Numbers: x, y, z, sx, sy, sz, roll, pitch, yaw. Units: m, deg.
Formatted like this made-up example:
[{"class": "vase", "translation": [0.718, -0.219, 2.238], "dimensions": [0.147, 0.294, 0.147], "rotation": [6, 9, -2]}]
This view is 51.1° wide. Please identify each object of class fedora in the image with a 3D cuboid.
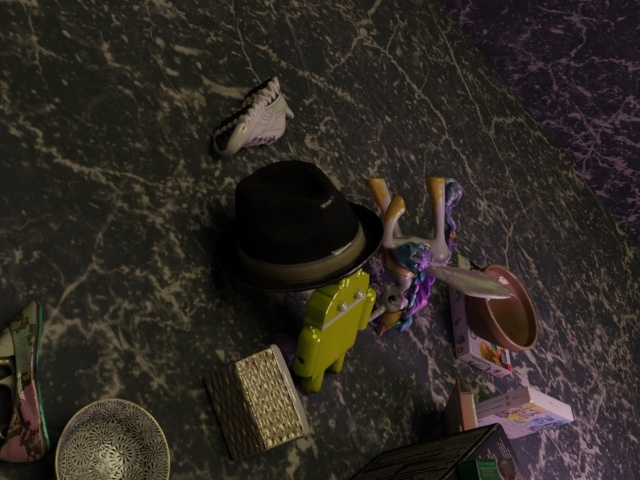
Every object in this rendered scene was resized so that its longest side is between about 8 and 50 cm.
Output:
[{"class": "fedora", "translation": [-0.054, -0.047, 1.232], "dimensions": [0.334, 0.334, 0.152], "rotation": [-61, 145, -49]}]

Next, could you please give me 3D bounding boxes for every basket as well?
[{"class": "basket", "translation": [-0.112, 0.277, 1.140], "dimensions": [0.103, 0.113, 0.167], "rotation": [-10, 74, -47]}]

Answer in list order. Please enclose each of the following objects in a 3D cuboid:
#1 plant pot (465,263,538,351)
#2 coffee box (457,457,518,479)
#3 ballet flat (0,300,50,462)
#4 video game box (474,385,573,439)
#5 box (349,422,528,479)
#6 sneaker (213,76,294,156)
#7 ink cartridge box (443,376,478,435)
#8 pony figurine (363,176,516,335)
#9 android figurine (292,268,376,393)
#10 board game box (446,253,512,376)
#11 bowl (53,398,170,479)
[{"class": "plant pot", "translation": [0.461, 0.191, 1.771], "dimensions": [0.237, 0.110, 0.237], "rotation": [27, 47, -33]}, {"class": "coffee box", "translation": [0.281, 0.438, 1.048], "dimensions": [0.113, 0.040, 0.184], "rotation": [17, 55, -40]}, {"class": "ballet flat", "translation": [-0.410, 0.185, 0.897], "dimensions": [0.079, 0.077, 0.221], "rotation": [0, 66, -28]}, {"class": "video game box", "translation": [0.496, 0.434, 1.673], "dimensions": [0.205, 0.187, 0.048], "rotation": [28, 47, -36]}, {"class": "box", "translation": [0.172, 0.486, 1.171], "dimensions": [0.294, 0.296, 0.182], "rotation": [-16, 79, -50]}, {"class": "sneaker", "translation": [-0.137, -0.256, 1.477], "dimensions": [0.118, 0.110, 0.292], "rotation": [55, 37, -21]}, {"class": "ink cartridge box", "translation": [0.321, 0.460, 1.442], "dimensions": [0.060, 0.239, 0.275], "rotation": [-1, 57, 0]}, {"class": "pony figurine", "translation": [0.254, 0.032, 1.591], "dimensions": [0.351, 0.303, 0.363], "rotation": [-4, 97, -28]}, {"class": "android figurine", "translation": [0.028, 0.158, 1.280], "dimensions": [0.056, 0.273, 0.248], "rotation": [26, 28, 24]}, {"class": "board game box", "translation": [0.439, 0.208, 1.868], "dimensions": [0.193, 0.053, 0.305], "rotation": [28, 48, -35]}, {"class": "bowl", "translation": [-0.301, 0.311, 0.923], "dimensions": [0.170, 0.080, 0.170], "rotation": [28, 48, -36]}]
